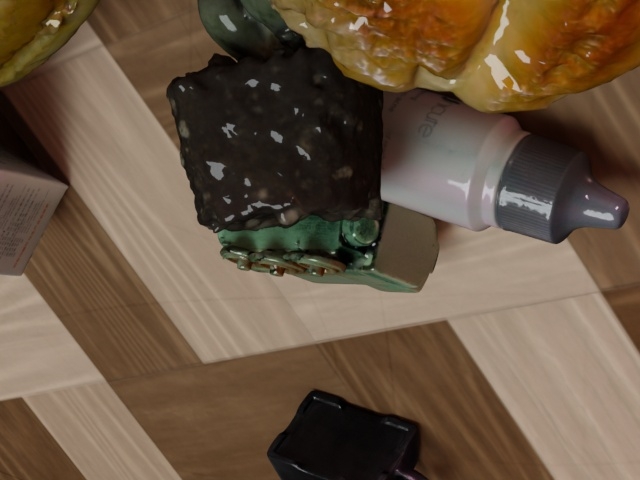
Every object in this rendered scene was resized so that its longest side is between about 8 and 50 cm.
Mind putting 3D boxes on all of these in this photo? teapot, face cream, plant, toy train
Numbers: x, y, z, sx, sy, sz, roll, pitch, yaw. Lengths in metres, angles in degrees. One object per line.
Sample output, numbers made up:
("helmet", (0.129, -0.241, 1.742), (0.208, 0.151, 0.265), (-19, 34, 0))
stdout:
("teapot", (0.029, 0.215, 1.612), (0.177, 0.087, 0.096), (15, 140, 30))
("face cream", (0.081, -0.064, 1.283), (0.311, 0.092, 0.092), (20, 138, 26))
("plant", (-0.029, -0.142, 1.200), (0.146, 0.149, 0.274), (1, 91, 5))
("toy train", (0.000, 0.000, 1.408), (0.125, 0.080, 0.194), (22, 168, -34))

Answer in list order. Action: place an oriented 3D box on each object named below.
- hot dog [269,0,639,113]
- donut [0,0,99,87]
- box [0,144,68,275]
("hot dog", (0.116, -0.240, 0.945), (0.367, 0.196, 0.365), (8, 134, -7))
("donut", (-0.340, -0.302, 1.319), (0.449, 0.198, 0.449), (22, 139, 21))
("box", (-0.372, -0.065, 1.522), (0.200, 0.106, 0.299), (30, -176, 12))
